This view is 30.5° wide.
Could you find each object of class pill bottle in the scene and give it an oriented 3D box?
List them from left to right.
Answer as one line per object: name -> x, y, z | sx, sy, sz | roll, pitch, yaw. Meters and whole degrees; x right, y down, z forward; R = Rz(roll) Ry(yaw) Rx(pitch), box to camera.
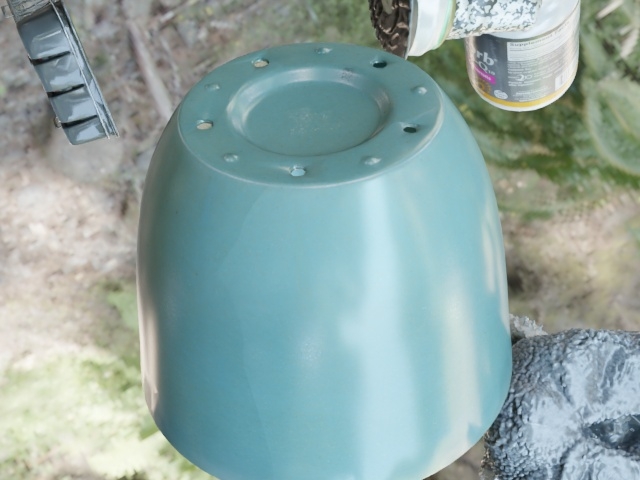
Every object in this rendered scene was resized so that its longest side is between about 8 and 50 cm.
pill bottle -> 0.270, -0.310, 1.591 | 0.162, 0.162, 0.278 | -31, 152, -4

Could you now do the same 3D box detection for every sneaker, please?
sneaker -> 0.142, -0.352, 1.260 | 0.182, 0.410, 0.158 | 4, 148, -11

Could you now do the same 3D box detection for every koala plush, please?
koala plush -> 0.210, 0.151, 1.051 | 0.203, 0.196, 0.221 | 9, 179, -14

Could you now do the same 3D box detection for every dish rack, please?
dish rack -> -0.349, -0.261, 1.491 | 0.074, 0.271, 0.208 | -23, 137, -9

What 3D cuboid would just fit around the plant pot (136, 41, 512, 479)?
plant pot -> 0.000, 0.000, 0.856 | 0.293, 0.293, 0.235 | -27, 135, -27
